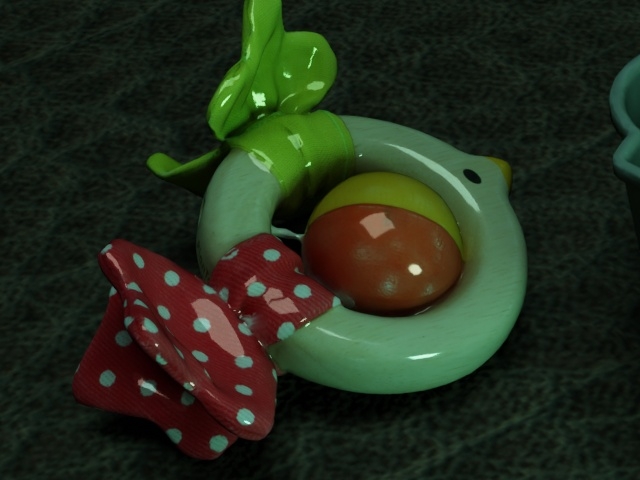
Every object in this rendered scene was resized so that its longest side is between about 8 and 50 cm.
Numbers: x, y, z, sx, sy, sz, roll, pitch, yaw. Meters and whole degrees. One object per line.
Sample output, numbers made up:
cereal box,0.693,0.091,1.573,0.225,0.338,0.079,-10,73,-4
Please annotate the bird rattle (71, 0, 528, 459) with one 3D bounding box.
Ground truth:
bird rattle,0.000,0.000,0.961,0.207,0.143,0.253,11,38,-3

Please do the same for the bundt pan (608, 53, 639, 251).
bundt pan,0.299,-0.012,0.916,0.331,0.124,0.331,-6,34,4
